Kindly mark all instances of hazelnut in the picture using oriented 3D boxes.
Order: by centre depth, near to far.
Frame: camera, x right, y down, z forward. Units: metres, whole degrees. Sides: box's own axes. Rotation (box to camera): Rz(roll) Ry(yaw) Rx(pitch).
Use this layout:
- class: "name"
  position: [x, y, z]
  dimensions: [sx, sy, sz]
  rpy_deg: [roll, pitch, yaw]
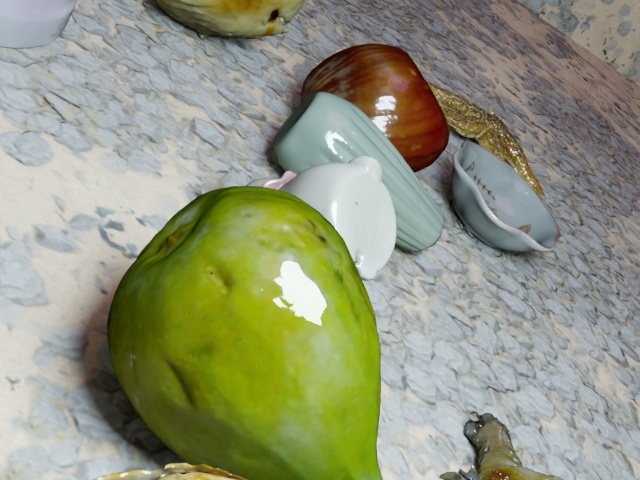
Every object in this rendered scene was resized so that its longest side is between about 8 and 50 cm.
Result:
- class: "hazelnut"
  position: [0.075, -0.186, 1.404]
  dimensions: [0.181, 0.181, 0.212]
  rpy_deg: [50, 12, -52]

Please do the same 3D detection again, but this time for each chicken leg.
- class: "chicken leg"
  position: [0.190, 0.248, 0.993]
  dimensions: [0.125, 0.080, 0.196]
  rpy_deg: [30, 26, 10]

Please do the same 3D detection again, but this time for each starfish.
- class: "starfish"
  position: [0.303, -0.195, 1.780]
  dimensions: [0.299, 0.060, 0.302]
  rpy_deg: [4, 45, -50]

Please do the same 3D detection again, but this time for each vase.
- class: "vase"
  position: [0.058, -0.081, 1.268]
  dimensions: [0.248, 0.128, 0.128]
  rpy_deg: [40, 27, -14]

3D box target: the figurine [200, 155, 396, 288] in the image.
- class: "figurine"
  position: [-0.041, -0.004, 1.026]
  dimensions: [0.127, 0.235, 0.155]
  rpy_deg: [10, 79, -47]

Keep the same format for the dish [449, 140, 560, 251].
- class: "dish"
  position: [0.269, -0.050, 1.512]
  dimensions: [0.229, 0.081, 0.229]
  rpy_deg: [32, 29, -21]

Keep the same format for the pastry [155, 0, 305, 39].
- class: "pastry"
  position: [-0.154, -0.383, 1.419]
  dimensions: [0.256, 0.170, 0.237]
  rpy_deg: [-5, 29, -40]

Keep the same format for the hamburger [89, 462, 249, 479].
- class: "hamburger"
  position: [-0.105, 0.225, 0.563]
  dimensions: [0.243, 0.146, 0.286]
  rpy_deg: [12, 11, -1]

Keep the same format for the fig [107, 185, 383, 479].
- class: "fig"
  position: [-0.023, 0.097, 0.801]
  dimensions: [0.314, 0.233, 0.233]
  rpy_deg: [33, 28, 1]

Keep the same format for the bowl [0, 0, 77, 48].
- class: "bowl"
  position: [-0.400, -0.369, 1.120]
  dimensions: [0.287, 0.144, 0.287]
  rpy_deg: [30, 29, -18]
